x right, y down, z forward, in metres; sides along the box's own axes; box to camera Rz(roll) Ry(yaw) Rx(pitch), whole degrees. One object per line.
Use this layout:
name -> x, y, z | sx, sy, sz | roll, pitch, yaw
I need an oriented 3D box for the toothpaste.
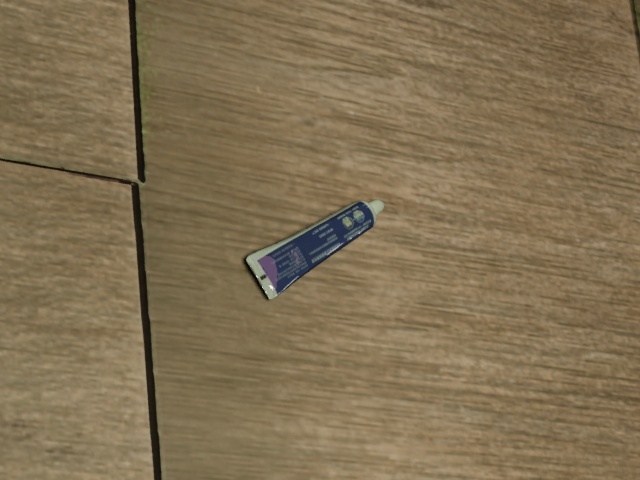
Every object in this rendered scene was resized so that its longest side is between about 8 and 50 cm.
toothpaste -> 0.000, 0.000, 1.429 | 0.140, 0.021, 0.037 | -31, 88, -38
